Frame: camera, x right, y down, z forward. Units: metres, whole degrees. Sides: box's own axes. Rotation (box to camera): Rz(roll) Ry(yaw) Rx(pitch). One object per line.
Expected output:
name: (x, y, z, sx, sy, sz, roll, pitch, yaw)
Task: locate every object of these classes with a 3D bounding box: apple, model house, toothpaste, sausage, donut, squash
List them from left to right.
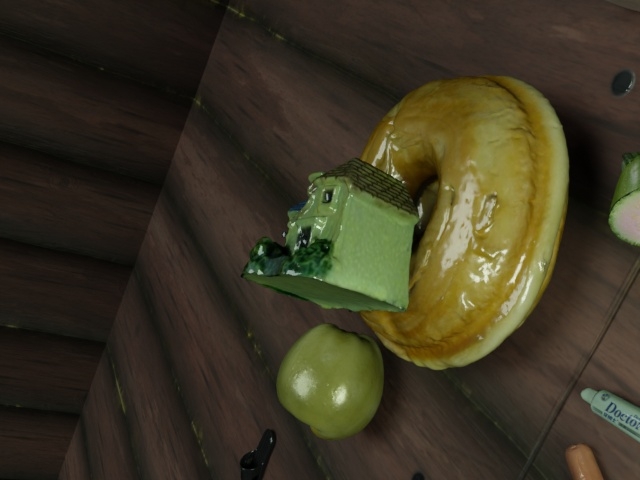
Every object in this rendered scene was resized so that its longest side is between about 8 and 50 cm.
model house: (0.010, -0.013, 1.059, 0.214, 0.195, 0.189, -4, 67, 57)
apple: (0.017, 0.241, 1.328, 0.200, 0.200, 0.200, -35, 47, 50)
donut: (0.187, -0.032, 1.143, 0.449, 0.198, 0.449, -31, 52, 50)
sausage: (0.318, 0.283, 0.921, 0.034, 0.034, 0.083, -52, 35, 37)
toothpaste: (0.370, 0.213, 0.868, 0.197, 0.029, 0.048, 31, 105, 58)
squash: (0.394, -0.070, 0.920, 0.105, 0.105, 0.132, -44, 22, 44)

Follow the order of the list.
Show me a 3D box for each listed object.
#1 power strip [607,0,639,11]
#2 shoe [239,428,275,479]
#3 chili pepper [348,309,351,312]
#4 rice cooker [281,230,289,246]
power strip: (0.392, -0.343, 0.966, 0.154, 0.154, 0.078, 39, 110, 60)
shoe: (-0.147, 0.473, 1.655, 0.062, 0.053, 0.159, 41, 111, 55)
chili pepper: (0.088, 0.026, 1.436, 0.098, 0.061, 0.224, 44, 114, 51)
rice cooker: (0.000, 0.000, 1.563, 0.165, 0.106, 0.112, 6, 85, 51)
